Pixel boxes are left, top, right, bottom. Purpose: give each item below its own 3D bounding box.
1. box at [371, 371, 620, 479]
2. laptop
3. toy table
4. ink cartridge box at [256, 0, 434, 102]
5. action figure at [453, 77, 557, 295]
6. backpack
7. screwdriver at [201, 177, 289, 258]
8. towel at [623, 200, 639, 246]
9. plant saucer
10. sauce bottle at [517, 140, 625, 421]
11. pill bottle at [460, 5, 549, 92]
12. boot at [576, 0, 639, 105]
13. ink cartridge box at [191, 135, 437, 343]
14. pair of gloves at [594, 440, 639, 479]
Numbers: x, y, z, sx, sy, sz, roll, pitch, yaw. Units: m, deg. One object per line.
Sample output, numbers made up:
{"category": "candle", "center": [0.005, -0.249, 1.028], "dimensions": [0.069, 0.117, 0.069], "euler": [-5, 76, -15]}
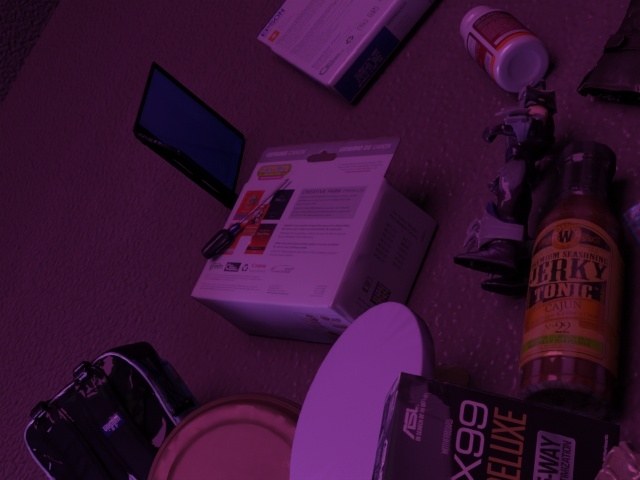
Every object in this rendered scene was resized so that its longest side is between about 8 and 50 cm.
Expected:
{"category": "box", "center": [0.164, 0.306, 1.191], "dimensions": [0.076, 0.242, 0.308], "euler": [110, 174, -58]}
{"category": "laptop", "center": [-0.176, -0.157, 1.961], "dimensions": [0.137, 0.234, 0.264], "euler": [-57, 35, -6]}
{"category": "toy table", "center": [0.090, 0.232, 1.396], "dimensions": [0.252, 0.161, 0.274], "euler": [12, 69, 51]}
{"category": "ink cartridge box", "center": [0.066, -0.419, 2.067], "dimensions": [0.324, 0.071, 0.330], "euler": [-51, 32, 3]}
{"category": "action figure", "center": [0.245, -0.081, 1.500], "dimensions": [0.099, 0.185, 0.285], "euler": [4, 65, 21]}
{"category": "backpack", "center": [-0.258, 0.297, 1.676], "dimensions": [0.225, 0.191, 0.253], "euler": [-42, 76, 14]}
{"category": "screwdriver", "center": [-0.107, -0.031, 1.745], "dimensions": [0.170, 0.025, 0.024], "euler": [-38, 35, 2]}
{"category": "towel", "center": [0.521, -0.048, 1.270], "dimensions": [0.370, 0.040, 0.271], "euler": [-37, 37, 20]}
{"category": "plant saucer", "center": [-0.101, 0.327, 1.515], "dimensions": [0.277, 0.041, 0.278], "euler": [-5, 70, 15]}
{"category": "sauce bottle", "center": [0.295, 0.039, 1.381], "dimensions": [0.111, 0.111, 0.344], "euler": [-18, 48, 38]}
{"category": "pill bottle", "center": [0.260, -0.281, 1.717], "dimensions": [0.086, 0.086, 0.152], "euler": [-44, 36, 11]}
{"category": "boot", "center": [0.463, -0.266, 1.499], "dimensions": [0.263, 0.091, 0.229], "euler": [7, 70, 54]}
{"category": "ink cartridge box", "center": [0.000, 0.000, 1.721], "dimensions": [0.309, 0.130, 0.272], "euler": [2, 61, 48]}
{"category": "pair of gloves", "center": [0.361, 0.207, 1.087], "dimensions": [0.204, 0.042, 0.240], "euler": [31, 104, 46]}
